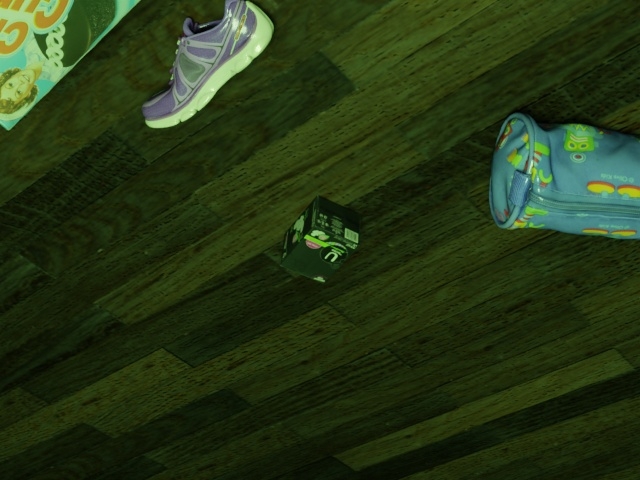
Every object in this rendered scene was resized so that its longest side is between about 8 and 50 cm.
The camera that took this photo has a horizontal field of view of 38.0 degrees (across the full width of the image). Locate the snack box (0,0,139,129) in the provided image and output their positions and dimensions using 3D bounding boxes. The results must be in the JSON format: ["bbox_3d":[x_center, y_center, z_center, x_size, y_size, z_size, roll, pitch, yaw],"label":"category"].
[{"bbox_3d":[-0.260,-0.235,0.690,0.060,0.187,0.322,39,171,22],"label":"snack box"}]

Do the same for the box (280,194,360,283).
[{"bbox_3d":[0.000,0.000,1.091,0.062,0.052,0.083,24,134,-20],"label":"box"}]

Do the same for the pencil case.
[{"bbox_3d":[0.330,-0.053,0.951,0.306,0.133,0.119,7,113,-2],"label":"pencil case"}]

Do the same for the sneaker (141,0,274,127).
[{"bbox_3d":[-0.120,-0.177,0.912,0.170,0.068,0.071,-38,109,26],"label":"sneaker"}]
